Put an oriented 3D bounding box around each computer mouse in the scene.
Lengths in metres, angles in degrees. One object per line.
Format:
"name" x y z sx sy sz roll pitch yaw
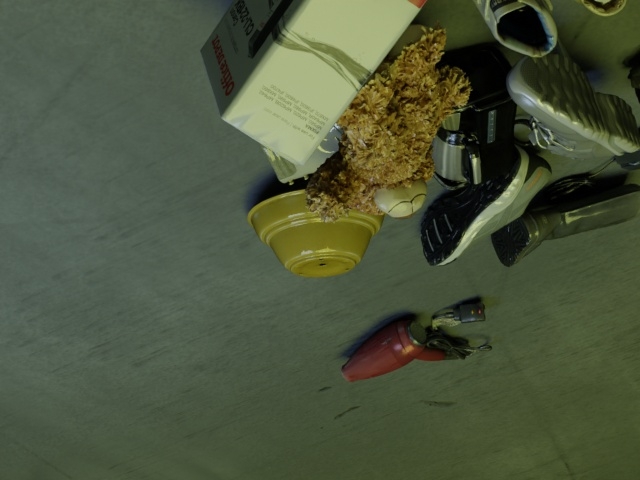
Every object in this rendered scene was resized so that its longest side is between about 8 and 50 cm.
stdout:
"computer mouse" 0.456 -0.111 1.773 0.242 0.041 0.071 -32 141 30

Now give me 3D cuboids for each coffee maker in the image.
"coffee maker" 0.221 -0.177 1.565 0.171 0.120 0.178 -39 152 -18

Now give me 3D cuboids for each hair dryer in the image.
"hair dryer" 0.182 0.216 2.143 0.293 0.080 0.224 -12 147 2

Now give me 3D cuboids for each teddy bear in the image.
"teddy bear" 0.086 -0.122 1.379 0.245 0.113 0.338 -42 160 -36

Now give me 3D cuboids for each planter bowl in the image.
"planter bowl" 0.000 0.000 1.718 0.217 0.090 0.217 -4 161 -1

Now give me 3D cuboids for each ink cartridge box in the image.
"ink cartridge box" 0.331 -0.226 1.547 0.029 0.063 0.115 -23 145 19
"ink cartridge box" -0.003 -0.246 1.222 0.114 0.197 0.273 27 111 -26

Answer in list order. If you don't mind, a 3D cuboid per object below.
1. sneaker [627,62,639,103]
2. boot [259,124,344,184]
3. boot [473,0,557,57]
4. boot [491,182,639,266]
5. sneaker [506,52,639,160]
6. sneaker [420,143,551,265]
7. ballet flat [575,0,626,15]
"sneaker" 0.492 -0.213 1.613 0.084 0.058 0.152 -38 134 26
"boot" 0.024 -0.120 1.611 0.165 0.077 0.213 -20 148 18
"boot" 0.202 -0.315 1.326 0.095 0.123 0.258 -31 141 27
"boot" 0.398 -0.029 1.856 0.208 0.076 0.189 -21 175 -16
"sneaker" 0.314 -0.153 1.492 0.115 0.105 0.281 -25 150 33
"sneaker" 0.252 -0.042 1.769 0.108 0.100 0.271 8 142 -34
"ballet flat" 0.305 -0.350 1.343 0.086 0.086 0.248 -24 144 19
